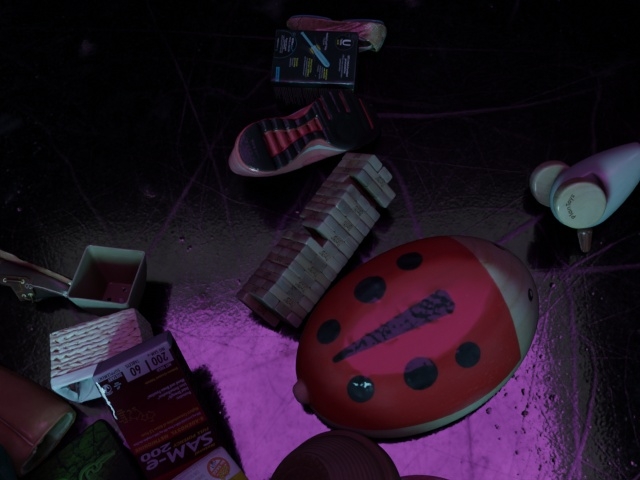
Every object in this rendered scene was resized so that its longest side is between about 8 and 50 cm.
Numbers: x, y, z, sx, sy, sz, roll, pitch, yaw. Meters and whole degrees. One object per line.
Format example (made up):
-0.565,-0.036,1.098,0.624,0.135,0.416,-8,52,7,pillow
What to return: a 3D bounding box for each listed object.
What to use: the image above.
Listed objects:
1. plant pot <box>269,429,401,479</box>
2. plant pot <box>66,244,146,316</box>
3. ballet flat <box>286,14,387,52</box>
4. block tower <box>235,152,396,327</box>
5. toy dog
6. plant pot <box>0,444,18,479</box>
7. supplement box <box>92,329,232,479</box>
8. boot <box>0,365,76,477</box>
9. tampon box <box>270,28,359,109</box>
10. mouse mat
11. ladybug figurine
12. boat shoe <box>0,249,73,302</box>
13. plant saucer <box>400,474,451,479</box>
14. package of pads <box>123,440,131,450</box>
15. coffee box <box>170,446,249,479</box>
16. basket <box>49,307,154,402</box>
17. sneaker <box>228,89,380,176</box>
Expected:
-0.003,0.390,1.075,0.237,0.109,0.238,-19,52,27,plant pot
-0.365,0.084,1.282,0.109,0.096,0.109,7,56,7,plant pot
0.029,-0.413,1.466,0.206,0.073,0.067,5,83,11,ballet flat
0.000,0.000,1.273,0.335,0.091,0.097,-52,29,-13,block tower
0.533,-0.088,1.239,0.333,0.161,0.220,-16,23,29,toy dog
-0.574,0.421,1.065,0.235,0.293,0.293,-15,67,-15,plant pot
-0.247,0.280,1.153,0.130,0.073,0.240,-26,102,-5,supplement box
-0.592,0.310,1.226,0.269,0.089,0.236,32,75,14,boot
-0.007,-0.330,1.416,0.160,0.101,0.121,3,70,6,tampon box
-0.402,0.399,1.186,0.189,0.007,0.152,-39,52,-13,mouse mat
0.156,0.145,1.183,0.449,0.162,0.305,-31,70,-7,ladybug figurine
-0.528,0.077,1.322,0.206,0.073,0.073,17,73,19,boat shoe
0.154,0.521,1.079,0.331,0.084,0.332,-2,68,5,plant saucer
-0.286,0.323,1.222,0.050,0.032,0.083,30,74,17,package of pads
-0.185,0.545,0.901,0.334,0.338,0.338,44,44,19,coffee box
-0.364,0.196,1.238,0.167,0.113,0.103,-16,64,-2,basket
-0.036,-0.195,1.363,0.313,0.136,0.116,-19,90,-26,sneaker
